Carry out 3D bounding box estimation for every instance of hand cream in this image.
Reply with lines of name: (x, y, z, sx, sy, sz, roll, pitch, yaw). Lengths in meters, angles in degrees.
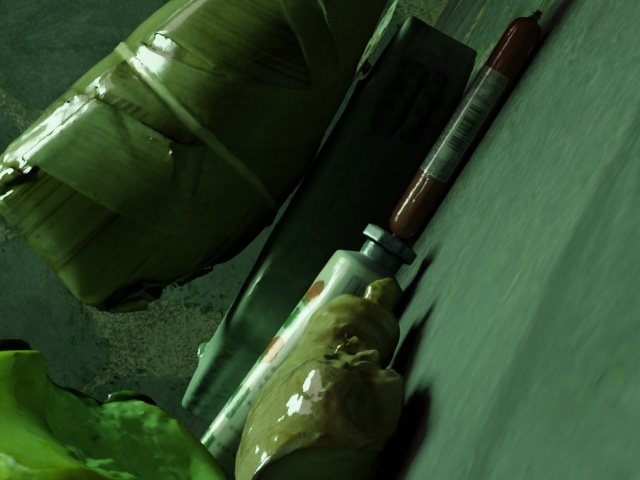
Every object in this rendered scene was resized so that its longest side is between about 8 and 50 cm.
hand cream: (-0.023, 0.112, 0.753, 0.276, 0.095, 0.059, -56, 29, -1)

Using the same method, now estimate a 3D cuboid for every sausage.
sausage: (0.118, -0.091, 0.847, 0.223, 0.029, 0.029, -58, 3, 11)

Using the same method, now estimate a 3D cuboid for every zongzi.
zongzi: (-0.039, -0.154, 1.061, 0.467, 0.218, 0.500, -36, 2, 13)

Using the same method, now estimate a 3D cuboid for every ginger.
ginger: (-0.004, 0.100, 0.586, 0.137, 0.074, 0.213, -49, 10, 16)

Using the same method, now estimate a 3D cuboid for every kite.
kite: (0.035, -0.177, 1.092, 0.229, 0.012, 0.250, -59, 7, -5)

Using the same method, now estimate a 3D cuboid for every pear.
pear: (-0.146, 0.178, 0.566, 0.159, 0.292, 0.292, -60, 3, 2)

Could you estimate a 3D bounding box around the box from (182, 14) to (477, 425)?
box: (0.001, 0.000, 1.113, 0.396, 0.111, 0.396, -60, 3, -28)
